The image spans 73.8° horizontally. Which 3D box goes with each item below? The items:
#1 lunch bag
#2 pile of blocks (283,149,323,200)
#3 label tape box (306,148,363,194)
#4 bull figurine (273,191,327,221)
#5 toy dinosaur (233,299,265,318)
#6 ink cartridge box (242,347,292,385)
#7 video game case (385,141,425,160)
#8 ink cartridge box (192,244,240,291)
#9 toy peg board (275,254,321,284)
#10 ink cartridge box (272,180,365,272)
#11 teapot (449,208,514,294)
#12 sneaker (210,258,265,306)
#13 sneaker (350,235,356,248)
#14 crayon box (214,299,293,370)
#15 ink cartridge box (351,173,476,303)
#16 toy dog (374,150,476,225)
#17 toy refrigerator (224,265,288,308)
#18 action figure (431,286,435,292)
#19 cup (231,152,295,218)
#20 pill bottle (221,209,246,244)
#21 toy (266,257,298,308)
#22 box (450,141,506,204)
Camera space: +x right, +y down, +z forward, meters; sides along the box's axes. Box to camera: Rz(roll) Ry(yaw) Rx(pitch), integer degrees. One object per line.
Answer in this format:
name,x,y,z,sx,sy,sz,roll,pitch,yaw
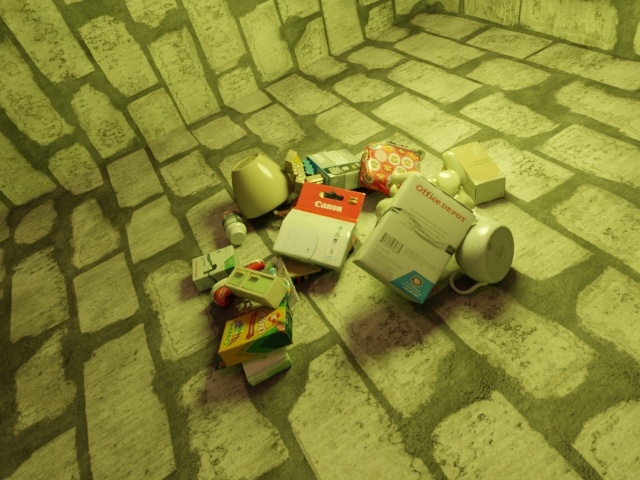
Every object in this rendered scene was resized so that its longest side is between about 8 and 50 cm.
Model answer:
lunch bag,0.339,-0.325,2.059,0.292,0.120,0.259,13,59,-12
pile of blocks,-0.079,-0.289,2.117,0.148,0.113,0.363,-13,59,-18
label tape box,0.133,-0.371,2.203,0.347,0.115,0.249,-17,42,-23
bull figurine,-0.097,-0.194,2.180,0.188,0.101,0.310,6,43,33
toy dinosaur,-0.296,0.296,1.800,0.211,0.064,0.112,-31,62,0
ink cartridge box,-0.228,0.420,1.646,0.171,0.056,0.235,-27,46,-8
video game case,0.408,-0.438,2.291,0.232,0.042,0.210,27,59,37
ink cartridge box,-0.489,0.130,1.998,0.208,0.087,0.153,-20,43,0
toy peg board,-0.100,0.120,1.899,0.160,0.079,0.161,-13,43,-17
ink cartridge box,-0.001,-0.081,1.872,0.307,0.091,0.386,14,74,16
teapot,0.601,0.043,1.629,0.255,0.253,0.187,-31,24,-32
sneaker,-0.349,0.196,1.899,0.279,0.107,0.118,-38,65,-15
sneaker,0.000,0.000,1.942,0.313,0.116,0.136,11,53,28
crayon box,-0.265,0.362,1.637,0.318,0.081,0.202,-22,24,6
ink cartridge box,0.349,-0.006,1.613,0.285,0.166,0.395,34,83,-2
toy dog,0.426,-0.127,1.851,0.407,0.284,0.396,-24,80,-8
toy refrigerator,-0.267,0.184,1.729,0.269,0.094,0.102,9,59,43
action figure,0.421,0.170,1.692,0.038,0.030,0.115,-24,45,-12
cup,-0.328,-0.306,2.203,0.330,0.237,0.331,-25,27,14
pill bottle,-0.435,-0.064,2.159,0.107,0.108,0.180,-24,44,-5
toy,-0.183,0.196,1.783,0.137,0.056,0.237,-50,44,26
box,0.733,-0.321,2.005,0.147,0.121,0.311,-16,43,2
